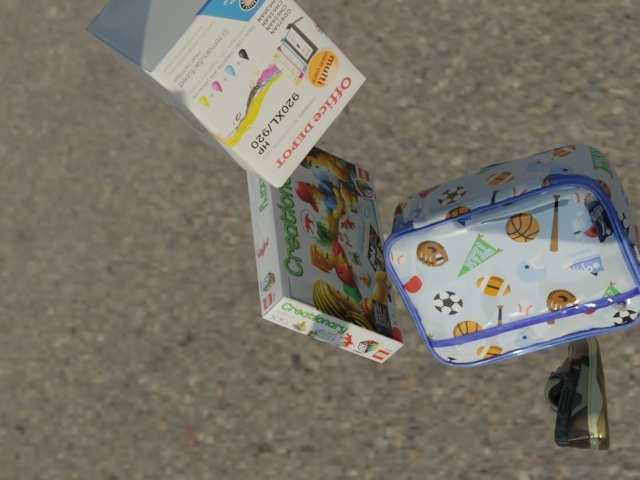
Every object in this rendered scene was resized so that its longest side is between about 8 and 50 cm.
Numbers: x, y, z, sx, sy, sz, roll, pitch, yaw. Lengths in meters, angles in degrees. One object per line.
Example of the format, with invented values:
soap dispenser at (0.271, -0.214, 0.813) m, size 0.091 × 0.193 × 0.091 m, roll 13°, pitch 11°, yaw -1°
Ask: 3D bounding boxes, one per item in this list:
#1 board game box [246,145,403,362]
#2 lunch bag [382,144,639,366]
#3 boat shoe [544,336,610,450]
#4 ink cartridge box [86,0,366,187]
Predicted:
board game box at (0.000, 0.000, 1.937) m, size 0.053 × 0.193 × 0.305 m, roll -43°, pitch 39°, yaw 34°
lunch bag at (0.245, 0.028, 1.782) m, size 0.303 × 0.115 × 0.243 m, roll -15°, pitch 117°, yaw 22°
boat shoe at (0.310, 0.182, 1.816) m, size 0.223 × 0.073 × 0.080 m, roll -80°, pitch -15°, yaw -64°
ink cartridge box at (-0.102, -0.208, 1.668) m, size 0.171 × 0.233 × 0.168 m, roll -51°, pitch 42°, yaw -4°
